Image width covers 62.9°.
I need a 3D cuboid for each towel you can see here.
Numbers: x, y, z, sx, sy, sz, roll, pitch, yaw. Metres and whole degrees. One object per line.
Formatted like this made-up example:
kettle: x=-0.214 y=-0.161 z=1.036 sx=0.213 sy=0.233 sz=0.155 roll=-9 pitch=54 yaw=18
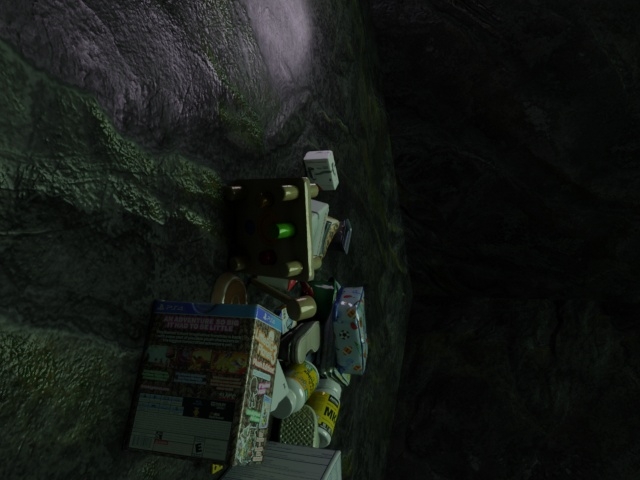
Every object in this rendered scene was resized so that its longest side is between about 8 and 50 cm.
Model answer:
towel: x=0.062 y=0.384 z=2.111 sx=0.320 sy=0.090 sz=0.374 roll=63 pitch=30 yaw=-59

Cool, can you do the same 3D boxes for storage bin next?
storage bin: x=0.064 y=-0.019 z=2.110 sx=0.098 sy=0.091 sz=0.135 roll=65 pitch=30 yaw=-52

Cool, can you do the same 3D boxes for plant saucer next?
plant saucer: x=-0.228 y=0.162 z=1.340 sx=0.168 sy=0.029 sz=0.168 roll=-1 pitch=90 yaw=-71

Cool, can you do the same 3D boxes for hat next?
hat: x=-0.054 y=0.188 z=1.873 sx=0.173 sy=0.183 sz=0.208 roll=-110 pitch=-145 yaw=-70

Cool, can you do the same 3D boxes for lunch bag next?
lunch bag: x=0.113 y=0.330 z=1.919 sx=0.243 sy=0.115 sz=0.303 roll=-65 pitch=152 yaw=-70

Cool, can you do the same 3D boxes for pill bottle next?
pill bottle: x=-0.089 y=0.458 z=1.614 sx=0.208 sy=0.117 sz=0.117 roll=-29 pitch=118 yaw=-69
pill bottle: x=0.001 y=0.595 z=1.817 sx=0.208 sy=0.119 sz=0.119 roll=-68 pitch=152 yaw=-47

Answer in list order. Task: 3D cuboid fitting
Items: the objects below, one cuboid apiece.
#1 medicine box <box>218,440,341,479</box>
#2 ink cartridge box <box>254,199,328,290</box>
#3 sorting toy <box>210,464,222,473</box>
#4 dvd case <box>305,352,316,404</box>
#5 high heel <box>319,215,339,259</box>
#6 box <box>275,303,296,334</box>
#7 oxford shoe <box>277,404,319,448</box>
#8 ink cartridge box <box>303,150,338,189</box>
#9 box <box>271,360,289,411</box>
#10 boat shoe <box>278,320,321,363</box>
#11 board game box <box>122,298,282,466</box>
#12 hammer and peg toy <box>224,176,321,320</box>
medicine box: x=-0.109 y=0.655 z=1.327 sx=0.289 sy=0.263 sz=0.149 roll=-28 pitch=117 yaw=-69
ink cartridge box: x=-0.080 y=0.000 z=1.570 sx=0.273 sy=0.114 sz=0.197 roll=-44 pitch=149 yaw=-64
sorting toy: x=-0.228 y=0.458 z=1.311 sx=0.274 sy=0.046 sz=0.132 roll=-45 pitch=132 yaw=-65
dvd case: x=-0.049 y=0.526 z=1.885 sx=0.180 sy=0.022 sz=0.253 roll=-44 pitch=132 yaw=-64
high heel: x=0.000 y=0.000 z=1.989 sx=0.261 sy=0.093 sz=0.186 roll=-52 pitch=163 yaw=-80
box: x=-0.114 y=0.250 z=1.683 sx=0.136 sy=0.028 sz=0.081 roll=-13 pitch=103 yaw=-69
oxford shoe: x=-0.085 y=0.729 z=1.582 sx=0.130 sy=0.169 sz=0.449 roll=88 pitch=9 yaw=-59
ink cartridge box: x=0.003 y=-0.254 z=1.913 sx=0.056 sy=0.099 sz=0.135 roll=-66 pitch=149 yaw=-48
box: x=-0.185 y=0.327 z=1.244 sx=0.181 sy=0.119 sz=0.182 roll=-23 pitch=94 yaw=-68
boat shoe: x=-0.071 y=0.330 z=1.740 sx=0.335 sy=0.095 sz=0.112 roll=-6 pitch=99 yaw=-77
board game box: x=-0.223 y=0.277 z=1.038 sx=0.141 sy=0.232 sz=0.291 roll=51 pitch=43 yaw=-63
hammer and peg toy: x=-0.126 y=0.022 z=1.329 sx=0.127 sy=0.266 sz=0.361 roll=-11 pitch=103 yaw=-49
